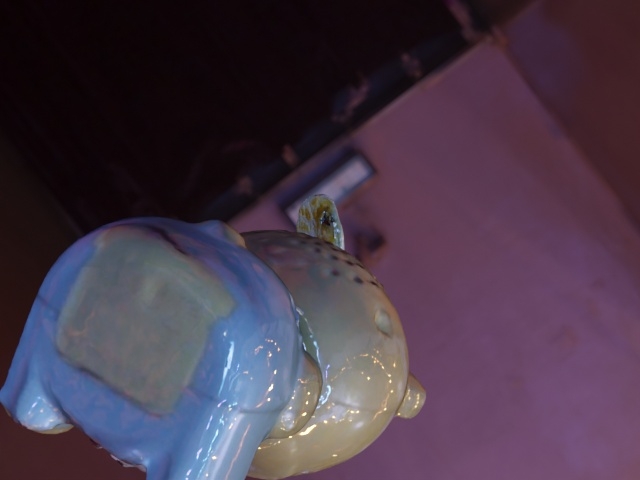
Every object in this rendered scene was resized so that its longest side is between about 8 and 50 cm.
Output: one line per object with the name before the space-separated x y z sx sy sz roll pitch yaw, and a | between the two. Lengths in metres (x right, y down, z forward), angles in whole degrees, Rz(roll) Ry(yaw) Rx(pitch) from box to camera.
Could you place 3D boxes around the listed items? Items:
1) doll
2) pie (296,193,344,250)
doll | -0.052 0.069 1.032 0.260 0.177 0.162 10 102 -63
pie | 0.000 0.000 1.498 0.017 0.085 0.085 -4 169 -25
